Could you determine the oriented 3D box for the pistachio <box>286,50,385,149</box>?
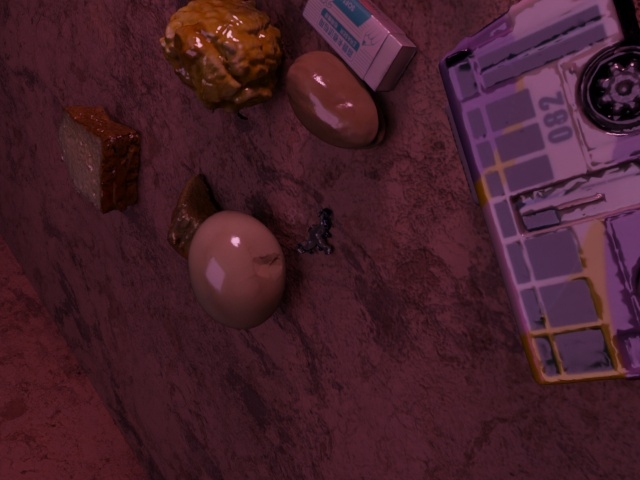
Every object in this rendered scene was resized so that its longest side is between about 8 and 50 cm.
[{"bbox_3d":[0.024,-0.247,1.014,0.226,0.135,0.136,47,132,17],"label":"pistachio"}]

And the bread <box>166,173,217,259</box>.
[{"bbox_3d":[-0.323,-0.030,1.441,0.252,0.132,0.174,58,134,16],"label":"bread"}]

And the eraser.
[{"bbox_3d":[0.062,-0.366,0.980,0.225,0.052,0.096,53,132,22],"label":"eraser"}]

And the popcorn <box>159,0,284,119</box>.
[{"bbox_3d":[-0.192,-0.363,1.131,0.249,0.249,0.225,44,148,28],"label":"popcorn"}]

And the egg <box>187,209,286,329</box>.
[{"bbox_3d":[-0.185,0.065,1.263,0.219,0.219,0.270,-1,103,47],"label":"egg"}]

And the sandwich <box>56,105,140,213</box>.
[{"bbox_3d":[-0.695,-0.268,1.758,0.325,0.131,0.263,34,127,31],"label":"sandwich"}]

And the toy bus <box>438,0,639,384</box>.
[{"bbox_3d":[0.314,-0.071,0.676,0.249,0.209,0.441,-17,90,38],"label":"toy bus"}]

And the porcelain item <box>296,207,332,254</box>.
[{"bbox_3d":[0.000,0.000,1.191,0.075,0.021,0.136,54,135,20],"label":"porcelain item"}]
